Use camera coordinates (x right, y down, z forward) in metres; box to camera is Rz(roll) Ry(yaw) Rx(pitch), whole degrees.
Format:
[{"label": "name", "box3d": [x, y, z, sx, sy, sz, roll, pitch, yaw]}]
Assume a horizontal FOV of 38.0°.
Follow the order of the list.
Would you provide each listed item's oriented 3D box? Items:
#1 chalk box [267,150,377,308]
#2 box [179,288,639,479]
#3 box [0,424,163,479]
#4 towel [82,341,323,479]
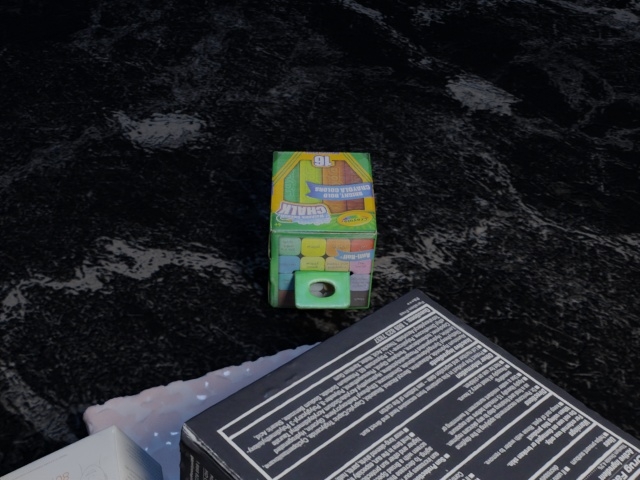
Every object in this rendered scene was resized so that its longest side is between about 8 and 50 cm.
[{"label": "chalk box", "box3d": [0.000, 0.000, 1.176, 0.132, 0.132, 0.213, 1, 41, -3]}, {"label": "box", "box3d": [0.082, 0.233, 0.784, 0.296, 0.183, 0.294, -26, 46, -38]}, {"label": "box", "box3d": [-0.204, 0.273, 0.808, 0.130, 0.091, 0.171, -25, 46, 6]}, {"label": "towel", "box3d": [-0.048, 0.252, 0.941, 0.331, 0.053, 0.317, -13, 43, -19]}]
